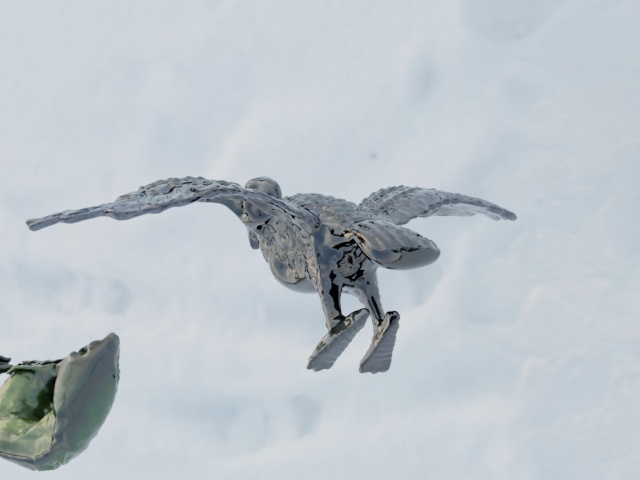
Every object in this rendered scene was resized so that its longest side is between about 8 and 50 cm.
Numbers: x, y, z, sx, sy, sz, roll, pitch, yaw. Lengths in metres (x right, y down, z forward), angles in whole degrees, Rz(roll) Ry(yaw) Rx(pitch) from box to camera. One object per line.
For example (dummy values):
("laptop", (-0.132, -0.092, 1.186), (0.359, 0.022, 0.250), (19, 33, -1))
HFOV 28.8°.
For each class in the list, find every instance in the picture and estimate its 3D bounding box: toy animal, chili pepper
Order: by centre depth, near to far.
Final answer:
("toy animal", (0.000, 0.000, 0.479), (0.108, 0.220, 0.062), (51, 131, 47))
("chili pepper", (-0.322, 0.170, 1.285), (0.265, 0.116, 0.148), (2, 55, 25))
